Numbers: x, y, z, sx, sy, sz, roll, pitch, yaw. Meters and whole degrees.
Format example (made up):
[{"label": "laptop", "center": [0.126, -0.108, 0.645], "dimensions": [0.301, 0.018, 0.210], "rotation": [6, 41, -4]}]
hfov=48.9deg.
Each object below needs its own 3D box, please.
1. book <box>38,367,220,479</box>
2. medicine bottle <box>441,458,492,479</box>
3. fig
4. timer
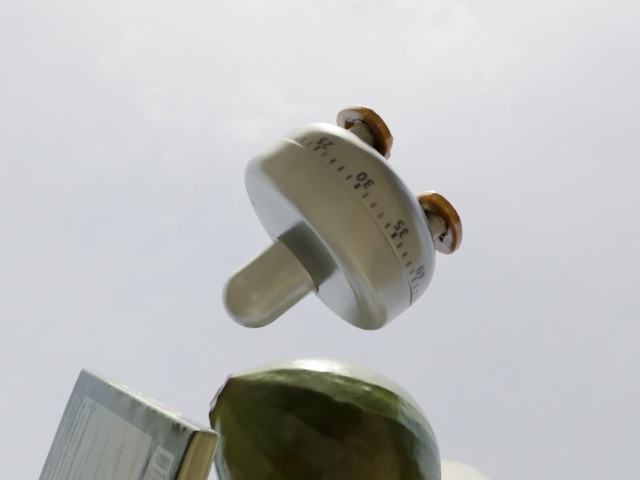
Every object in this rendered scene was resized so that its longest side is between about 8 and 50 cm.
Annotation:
[{"label": "book", "center": [-0.176, 0.219, 0.554], "dimensions": [0.264, 0.027, 0.202], "rotation": [0, -109, 55]}, {"label": "medicine bottle", "center": [0.213, 0.460, 0.954], "dimensions": [0.236, 0.406, 0.235], "rotation": [0, -93, -4]}, {"label": "fig", "center": [-0.009, 0.288, 0.923], "dimensions": [0.316, 0.316, 0.316], "rotation": [-9, -117, 18]}, {"label": "timer", "center": [0.000, 0.000, 0.750], "dimensions": [0.240, 0.233, 0.233], "rotation": [-38, -123, -14]}]
